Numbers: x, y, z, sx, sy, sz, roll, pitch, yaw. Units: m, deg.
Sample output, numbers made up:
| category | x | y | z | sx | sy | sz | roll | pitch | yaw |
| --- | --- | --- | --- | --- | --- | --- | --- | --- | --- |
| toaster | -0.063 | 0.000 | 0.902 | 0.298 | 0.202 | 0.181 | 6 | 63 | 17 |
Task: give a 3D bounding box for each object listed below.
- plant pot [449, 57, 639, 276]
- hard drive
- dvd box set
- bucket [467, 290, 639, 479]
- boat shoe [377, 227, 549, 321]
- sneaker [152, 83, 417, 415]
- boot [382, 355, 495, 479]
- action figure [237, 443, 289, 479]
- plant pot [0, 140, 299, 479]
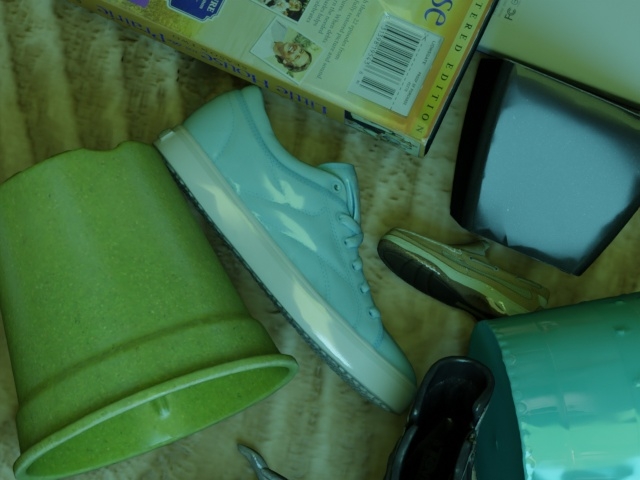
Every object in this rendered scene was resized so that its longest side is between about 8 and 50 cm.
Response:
| category | x | y | z | sx | sy | sz | roll | pitch | yaw |
| --- | --- | --- | --- | --- | --- | --- | --- | --- | --- |
| plant pot | 0.224 | -0.069 | 1.424 | 0.188 | 0.187 | 0.167 | 22 | 97 | -4 |
| hard drive | 0.278 | -0.259 | 1.447 | 0.318 | 0.040 | 0.210 | 24 | 83 | 19 |
| dvd box set | -0.023 | -0.302 | 1.426 | 0.420 | 0.062 | 0.308 | 24 | 79 | 6 |
| bucket | 0.252 | 0.185 | 1.356 | 0.183 | 0.281 | 0.281 | -6 | 86 | -5 |
| boat shoe | 0.148 | 0.030 | 1.465 | 0.190 | 0.068 | 0.072 | 31 | 71 | -12 |
| sneaker | 0.000 | 0.000 | 1.411 | 0.150 | 0.135 | 0.366 | -39 | 91 | -4 |
| boot | 0.073 | 0.285 | 1.299 | 0.118 | 0.223 | 0.338 | 11 | 58 | 4 |
| action figure | -0.106 | 0.363 | 1.295 | 0.178 | 0.341 | 0.330 | 35 | 83 | -21 |
| plant pot | -0.193 | 0.056 | 1.341 | 0.276 | 0.276 | 0.254 | -21 | 77 | -7 |
